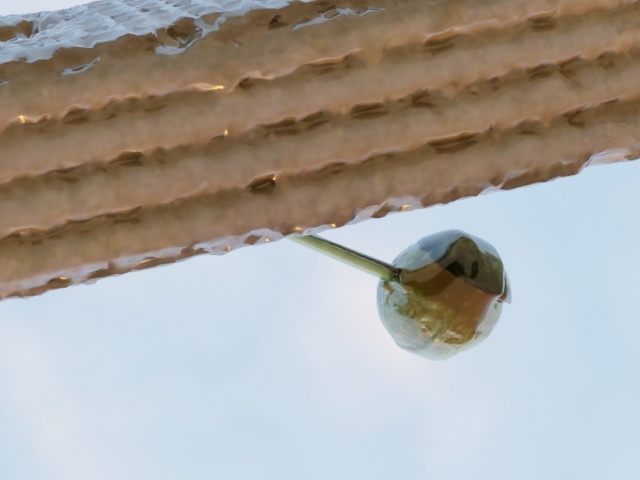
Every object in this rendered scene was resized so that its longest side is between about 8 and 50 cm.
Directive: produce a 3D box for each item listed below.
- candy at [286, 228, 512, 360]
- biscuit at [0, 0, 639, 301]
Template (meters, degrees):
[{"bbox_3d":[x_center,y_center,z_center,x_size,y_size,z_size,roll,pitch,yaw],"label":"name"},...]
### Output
[{"bbox_3d":[0.000,0.000,0.836,0.202,0.061,0.061,24,-109,-33],"label":"candy"},{"bbox_3d":[-0.045,-0.046,0.664,0.426,0.144,0.078,-13,-73,-15],"label":"biscuit"}]
